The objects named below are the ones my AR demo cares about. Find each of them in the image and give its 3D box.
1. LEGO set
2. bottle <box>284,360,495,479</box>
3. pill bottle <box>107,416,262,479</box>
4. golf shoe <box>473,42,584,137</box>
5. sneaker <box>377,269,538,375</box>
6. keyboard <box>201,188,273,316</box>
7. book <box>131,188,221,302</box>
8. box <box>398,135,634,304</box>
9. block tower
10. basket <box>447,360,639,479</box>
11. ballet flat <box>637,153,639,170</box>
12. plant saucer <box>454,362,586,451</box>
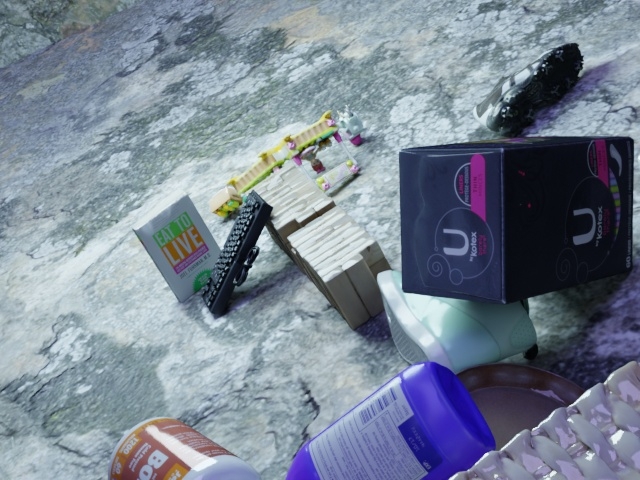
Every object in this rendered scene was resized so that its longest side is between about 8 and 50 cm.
[{"bbox_3d":[-0.043,-0.101,1.829,0.287,0.107,0.132,-34,-4,0],"label":"LEGO set"},{"bbox_3d":[0.031,0.238,1.111,0.283,0.092,0.118,-40,55,16],"label":"bottle"},{"bbox_3d":[-0.137,0.283,1.266,0.121,0.121,0.216,-42,32,-22],"label":"pill bottle"},{"bbox_3d":[0.312,-0.239,1.730,0.198,0.077,0.094,-38,31,-18],"label":"golf shoe"},{"bbox_3d":[0.164,0.088,1.355,0.151,0.094,0.256,-21,24,-8],"label":"sneaker"},{"bbox_3d":[-0.122,0.020,1.653,0.180,0.023,0.108,-64,30,10],"label":"keyboard"},{"bbox_3d":[-0.210,0.009,1.717,0.096,0.144,0.035,-40,32,-17],"label":"book"},{"bbox_3d":[0.226,-0.032,1.287,0.143,0.165,0.270,5,10,44],"label":"box"},{"bbox_3d":[0.000,0.000,1.612,0.091,0.097,0.335,-33,32,-7],"label":"block tower"},{"bbox_3d":[0.300,0.268,0.780,0.328,0.266,0.331,-31,34,-6],"label":"basket"},{"bbox_3d":[0.533,-0.226,1.473,0.409,0.147,0.147,-43,33,-22],"label":"ballet flat"},{"bbox_3d":[0.204,0.183,1.171,0.168,0.029,0.168,3,27,-2],"label":"plant saucer"}]
